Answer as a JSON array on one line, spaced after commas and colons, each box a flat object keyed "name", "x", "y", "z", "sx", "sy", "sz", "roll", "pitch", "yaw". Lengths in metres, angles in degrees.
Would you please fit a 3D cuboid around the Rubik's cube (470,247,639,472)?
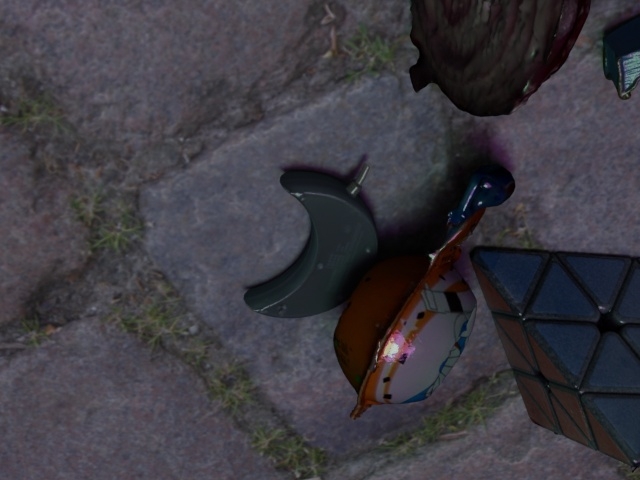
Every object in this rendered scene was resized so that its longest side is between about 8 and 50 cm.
[{"name": "Rubik's cube", "x": 0.320, "y": 0.134, "z": 1.568, "sx": 0.229, "sy": 0.228, "sz": 0.233, "roll": 5, "pitch": 91, "yaw": 33}]

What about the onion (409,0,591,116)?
[{"name": "onion", "x": 0.187, "y": -0.253, "z": 1.197, "sx": 0.146, "sy": 0.280, "sz": 0.314, "roll": -8, "pitch": 129, "yaw": -22}]

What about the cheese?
[{"name": "cheese", "x": 0.117, "y": 0.060, "z": 1.472, "sx": 0.129, "sy": 0.217, "sz": 0.329, "roll": 31, "pitch": 105, "yaw": 13}]

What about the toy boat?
[{"name": "toy boat", "x": 0.388, "y": -0.207, "z": 1.370, "sx": 0.185, "sy": 0.075, "sz": 0.077, "roll": -26, "pitch": 123, "yaw": 5}]

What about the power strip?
[{"name": "power strip", "x": 0.000, "y": 0.000, "z": 1.477, "sx": 0.137, "sy": 0.044, "sz": 0.216, "roll": 10, "pitch": 124, "yaw": -17}]
